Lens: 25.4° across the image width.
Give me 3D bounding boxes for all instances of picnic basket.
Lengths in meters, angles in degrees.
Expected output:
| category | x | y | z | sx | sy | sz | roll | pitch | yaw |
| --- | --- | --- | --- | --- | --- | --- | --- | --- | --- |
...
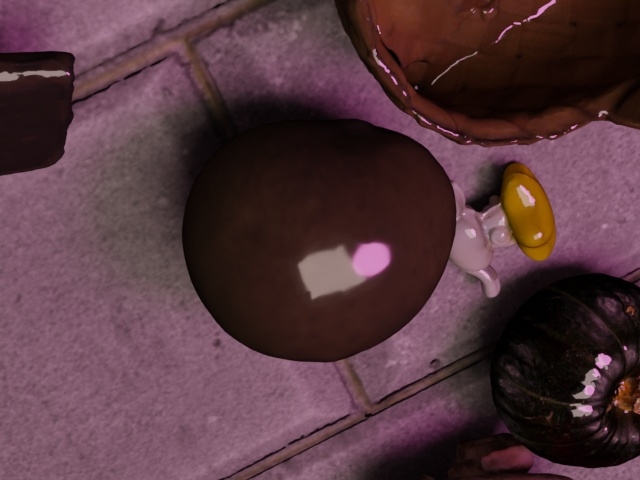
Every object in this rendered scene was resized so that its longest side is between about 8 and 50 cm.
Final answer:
| category | x | y | z | sx | sy | sz | roll | pitch | yaw |
| --- | --- | --- | --- | --- | --- | --- | --- | --- | --- |
| picnic basket | 0.187 | -0.187 | 0.939 | 0.337 | 0.337 | 0.293 | -30 | 126 | 1 |

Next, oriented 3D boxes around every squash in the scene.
| category | x | y | z | sx | sy | sz | roll | pitch | yaw |
| --- | --- | --- | --- | --- | --- | --- | --- | --- | --- |
| squash | 0.249 | 0.124 | 1.314 | 0.193 | 0.156 | 0.193 | -30 | 146 | -23 |

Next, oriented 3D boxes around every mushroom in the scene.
| category | x | y | z | sx | sy | sz | roll | pitch | yaw |
| --- | --- | --- | --- | --- | --- | --- | --- | --- | --- |
| mushroom | 0.162 | 0.274 | 1.371 | 0.226 | 0.178 | 0.226 | -7 | 157 | -3 |

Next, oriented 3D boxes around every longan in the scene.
| category | x | y | z | sx | sy | sz | roll | pitch | yaw |
| --- | --- | --- | --- | --- | --- | --- | --- | --- | --- |
| longan | 0.000 | 0.000 | 1.115 | 0.220 | 0.196 | 0.196 | -10 | 125 | -22 |

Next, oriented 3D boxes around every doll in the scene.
| category | x | y | z | sx | sy | sz | roll | pitch | yaw |
| --- | --- | --- | --- | --- | --- | --- | --- | --- | --- |
| doll | 0.152 | -0.002 | 1.251 | 0.113 | 0.071 | 0.135 | -4 | 128 | -8 |

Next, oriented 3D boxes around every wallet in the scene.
| category | x | y | z | sx | sy | sz | roll | pitch | yaw |
| --- | --- | --- | --- | --- | --- | --- | --- | --- | --- |
| wallet | -0.328 | -0.080 | 0.991 | 0.309 | 0.042 | 0.165 | -7 | 160 | -16 |
